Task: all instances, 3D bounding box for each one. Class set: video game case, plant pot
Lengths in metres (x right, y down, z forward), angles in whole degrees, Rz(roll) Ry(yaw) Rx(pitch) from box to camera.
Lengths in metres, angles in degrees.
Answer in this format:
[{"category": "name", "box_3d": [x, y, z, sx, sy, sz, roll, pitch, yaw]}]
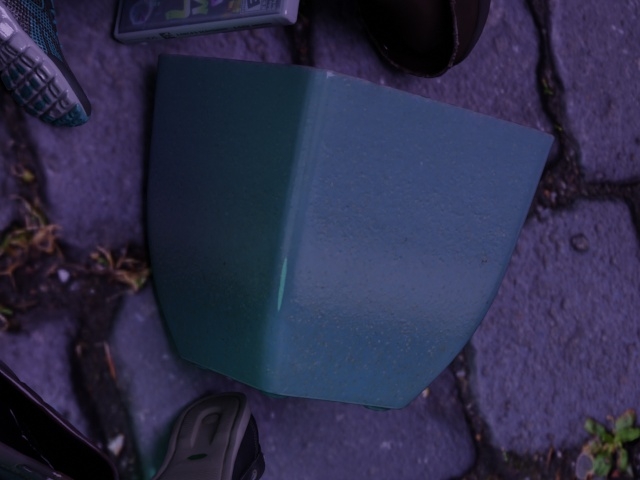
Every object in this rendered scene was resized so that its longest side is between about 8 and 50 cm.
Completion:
[{"category": "video game case", "box_3d": [-0.085, -0.261, 1.265, 0.022, 0.173, 0.190, 30, 63, -55]}, {"category": "plant pot", "box_3d": [0.000, 0.000, 1.247, 0.247, 0.248, 0.252, 12, 91, -36]}]

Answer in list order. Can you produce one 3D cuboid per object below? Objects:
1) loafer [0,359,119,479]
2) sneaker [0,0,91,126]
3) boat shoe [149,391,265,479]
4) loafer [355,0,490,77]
[{"category": "loafer", "box_3d": [-0.242, 0.075, 0.941, 0.302, 0.095, 0.109, 50, 34, -27]}, {"category": "sneaker", "box_3d": [-0.230, -0.166, 1.205, 0.166, 0.065, 0.076, 53, 52, -20]}, {"category": "boat shoe", "box_3d": [-0.097, 0.212, 1.190, 0.233, 0.084, 0.079, -61, 141, -58]}, {"category": "loafer", "box_3d": [0.053, -0.255, 1.318, 0.130, 0.134, 0.366, -56, 152, -22]}]
